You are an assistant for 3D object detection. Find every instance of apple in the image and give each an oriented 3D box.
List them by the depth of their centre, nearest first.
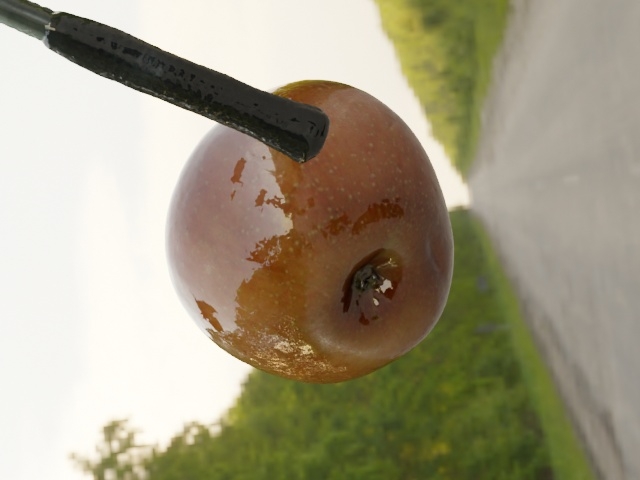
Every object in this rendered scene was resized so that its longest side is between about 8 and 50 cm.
[{"bbox_3d":[0.000,0.000,0.997,0.162,0.201,0.201,40,153,41],"label":"apple"}]

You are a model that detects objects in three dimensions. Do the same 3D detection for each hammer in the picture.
[{"bbox_3d":[-0.113,-0.088,0.701,0.103,0.246,0.029,-65,11,5],"label":"hammer"}]
